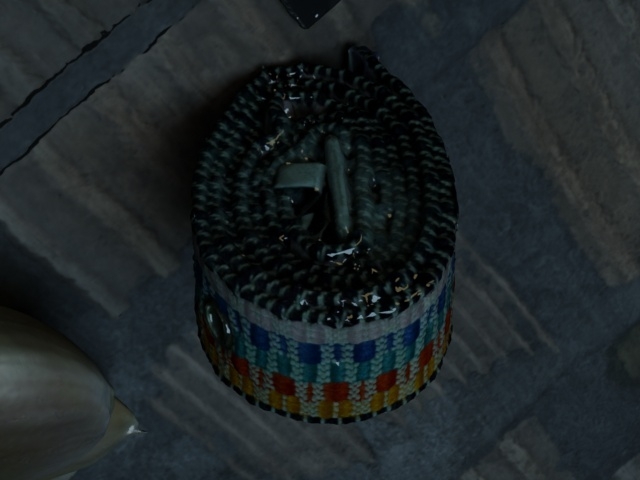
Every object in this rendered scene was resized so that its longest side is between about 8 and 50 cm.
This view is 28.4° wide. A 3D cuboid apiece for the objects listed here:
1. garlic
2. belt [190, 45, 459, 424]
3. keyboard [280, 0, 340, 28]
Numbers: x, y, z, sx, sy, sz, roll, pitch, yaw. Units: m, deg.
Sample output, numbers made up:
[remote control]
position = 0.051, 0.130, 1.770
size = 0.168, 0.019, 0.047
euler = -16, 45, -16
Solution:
[garlic]
position = -0.298, 0.151, 0.977
size = 0.325, 0.132, 0.279
euler = -24, 160, -26
[belt]
position = 0.000, 0.000, 0.983
size = 0.206, 0.295, 0.160
euler = -6, 135, -5
[keyboard]
position = 0.056, -0.260, 0.982
size = 0.231, 0.023, 0.072
euler = -41, 140, 3
